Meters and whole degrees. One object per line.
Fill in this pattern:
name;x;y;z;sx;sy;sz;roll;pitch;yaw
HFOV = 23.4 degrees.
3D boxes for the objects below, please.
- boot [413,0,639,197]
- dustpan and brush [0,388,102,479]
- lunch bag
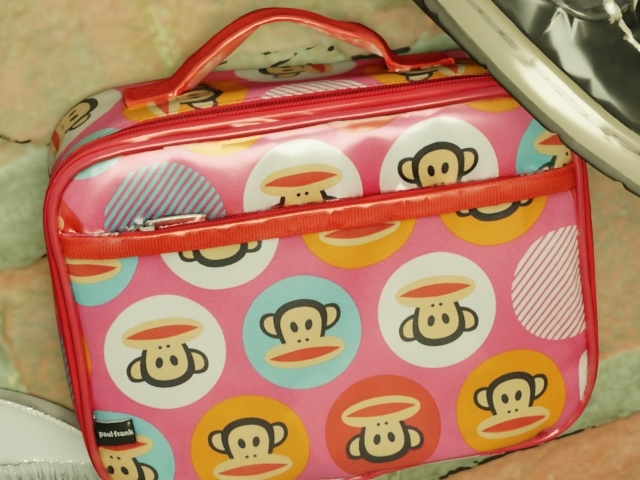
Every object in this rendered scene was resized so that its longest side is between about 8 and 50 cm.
boot;0.153;-0.206;0.689;0.377;0.138;0.284;46;108;5
dustpan and brush;-0.126;0.164;0.919;0.211;0.060;0.147;4;116;-12
lunch bag;0.000;0.000;0.841;0.293;0.120;0.258;-9;112;-6
